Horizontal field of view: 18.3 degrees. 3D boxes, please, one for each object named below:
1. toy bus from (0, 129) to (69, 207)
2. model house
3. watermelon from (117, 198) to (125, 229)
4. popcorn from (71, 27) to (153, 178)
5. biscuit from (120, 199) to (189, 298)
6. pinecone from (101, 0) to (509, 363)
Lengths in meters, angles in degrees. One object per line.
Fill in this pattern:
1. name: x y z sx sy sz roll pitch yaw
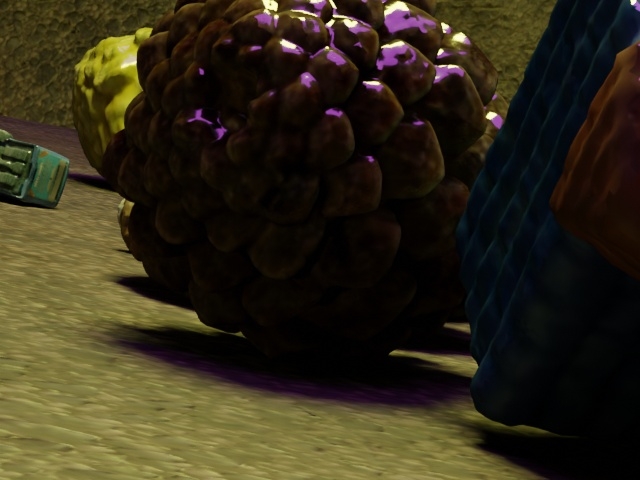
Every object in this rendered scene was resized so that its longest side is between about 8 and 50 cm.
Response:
1. toy bus: -0.265 -0.061 1.548 0.153 0.051 0.061 13 -8 40
2. model house: 0.194 0.010 0.745 0.295 0.251 0.329 37 34 13
3. watermelon: -0.010 -0.026 1.256 0.241 0.154 0.094 -2 -1 21
4. popcorn: -0.136 -0.126 1.951 0.225 0.173 0.286 4 2 14
5. biscuit: 0.000 0.000 1.104 0.226 0.042 0.226 4 19 -1
6. pinecone: 0.007 -0.037 0.914 0.179 0.184 0.204 29 11 35
